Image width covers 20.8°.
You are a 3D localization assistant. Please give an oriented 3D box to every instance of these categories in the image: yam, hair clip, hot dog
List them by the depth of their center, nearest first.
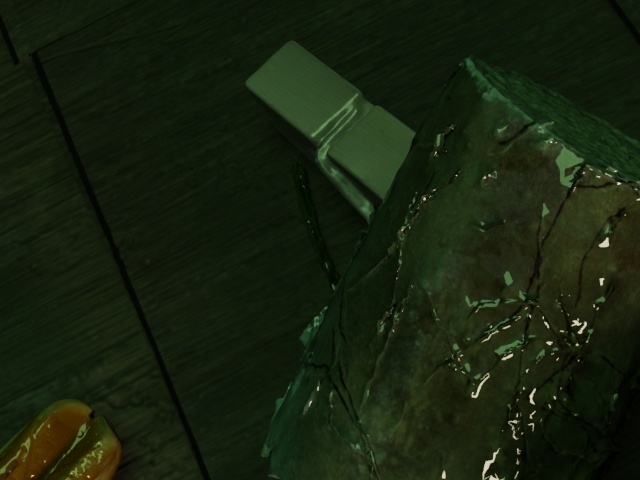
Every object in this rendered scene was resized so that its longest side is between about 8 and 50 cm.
[{"bbox_3d":[0.116,0.064,1.225,0.241,0.241,0.348,33,109,28],"label":"yam"},{"bbox_3d":[-0.256,0.237,1.404,0.102,0.076,0.249,35,71,10],"label":"hot dog"},{"bbox_3d":[0.065,-0.045,1.455,0.085,0.101,0.331,-46,59,-5],"label":"hair clip"}]

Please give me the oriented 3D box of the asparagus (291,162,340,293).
[{"bbox_3d":[0.000,0.000,1.495,0.016,0.016,0.163,-12,57,-12],"label":"asparagus"}]
